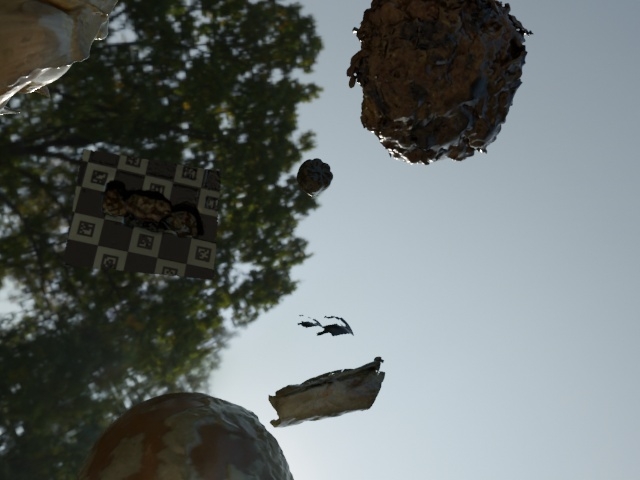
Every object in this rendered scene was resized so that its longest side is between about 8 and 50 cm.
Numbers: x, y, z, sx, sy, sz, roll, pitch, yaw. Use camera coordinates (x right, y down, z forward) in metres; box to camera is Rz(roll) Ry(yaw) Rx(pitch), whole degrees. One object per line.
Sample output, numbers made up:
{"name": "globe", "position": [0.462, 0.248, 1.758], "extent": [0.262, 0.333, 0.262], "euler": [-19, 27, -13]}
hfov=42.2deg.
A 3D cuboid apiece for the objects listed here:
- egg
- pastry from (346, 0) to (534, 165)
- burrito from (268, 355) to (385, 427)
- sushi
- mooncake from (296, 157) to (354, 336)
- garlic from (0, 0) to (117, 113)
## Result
{"name": "egg", "position": [-0.123, 0.237, 0.741], "extent": [0.245, 0.204, 0.203], "euler": [-130, -137, -63]}
{"name": "pastry", "position": [0.147, -0.236, 1.116], "extent": [0.193, 0.275, 0.274], "euler": [-130, -133, -54]}
{"name": "burrito", "position": [0.011, 0.171, 0.917], "extent": [0.041, 0.149, 0.055], "euler": [-45, -120, 60]}
{"name": "sushi", "position": [-0.264, -0.028, 1.253], "extent": [0.050, 0.215, 0.192], "euler": [124, -30, -60]}
{"name": "mooncake", "position": [-0.004, 0.010, 1.162], "extent": [0.057, 0.150, 0.346], "euler": [-64, -142, 40]}
{"name": "garlic", "position": [-0.502, -0.333, 1.408], "extent": [0.313, 0.249, 0.286], "euler": [-12, -112, 42]}
